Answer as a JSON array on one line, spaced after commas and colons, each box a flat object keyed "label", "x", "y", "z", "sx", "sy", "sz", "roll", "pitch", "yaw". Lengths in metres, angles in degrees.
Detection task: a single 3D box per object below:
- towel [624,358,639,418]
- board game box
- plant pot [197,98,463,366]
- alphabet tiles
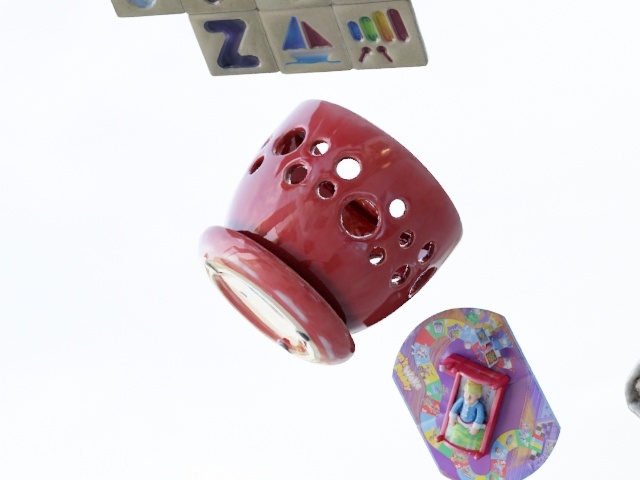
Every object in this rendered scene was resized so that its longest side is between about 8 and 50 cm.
[{"label": "towel", "x": 0.305, "y": 0.006, "z": 1.100, "sx": 0.187, "sy": 0.049, "sz": 0.282, "roll": -17, "pitch": -22, "yaw": -33}, {"label": "board game box", "x": 0.130, "y": 0.146, "z": 1.768, "sx": 0.133, "sy": 0.169, "sz": 0.033, "roll": -28, "pitch": -3, "yaw": 31}, {"label": "plant pot", "x": 0.000, "y": 0.000, "z": 1.724, "sx": 0.174, "sy": 0.191, "sz": 0.191, "roll": -49, "pitch": -20, "yaw": -14}, {"label": "alphabet tiles", "x": -0.049, "y": -0.250, "z": 1.311, "sx": 0.285, "sy": 0.011, "sz": 0.342, "roll": -1, "pitch": -49, "yaw": 24}]
